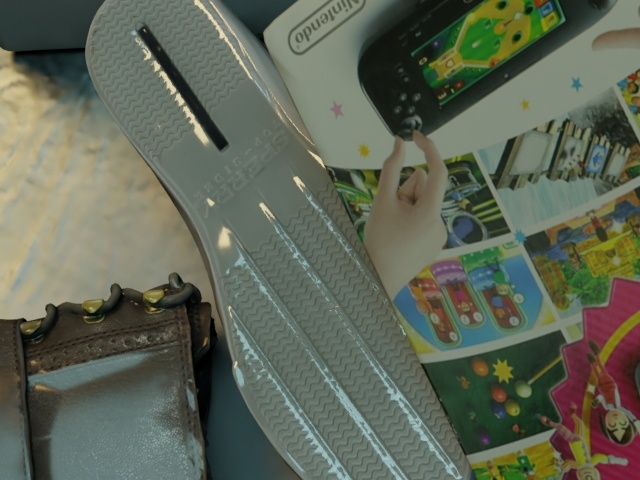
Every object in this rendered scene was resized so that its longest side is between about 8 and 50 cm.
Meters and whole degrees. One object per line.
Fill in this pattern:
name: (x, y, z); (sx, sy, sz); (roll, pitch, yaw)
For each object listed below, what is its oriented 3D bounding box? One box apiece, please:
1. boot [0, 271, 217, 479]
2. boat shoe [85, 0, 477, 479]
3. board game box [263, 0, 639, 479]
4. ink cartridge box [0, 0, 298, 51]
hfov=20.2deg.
boot: (-0.150, 0.049, 0.636); (0.229, 0.091, 0.263); (-12, 72, -5)
boat shoe: (0.000, 0.000, 0.633); (0.083, 0.076, 0.226); (-33, 71, 16)
board game box: (0.140, 0.015, 0.503); (0.097, 0.224, 0.303); (-19, 80, -44)
ink cartridge box: (-0.055, -0.195, 0.704); (0.160, 0.092, 0.219); (-2, 69, 4)
